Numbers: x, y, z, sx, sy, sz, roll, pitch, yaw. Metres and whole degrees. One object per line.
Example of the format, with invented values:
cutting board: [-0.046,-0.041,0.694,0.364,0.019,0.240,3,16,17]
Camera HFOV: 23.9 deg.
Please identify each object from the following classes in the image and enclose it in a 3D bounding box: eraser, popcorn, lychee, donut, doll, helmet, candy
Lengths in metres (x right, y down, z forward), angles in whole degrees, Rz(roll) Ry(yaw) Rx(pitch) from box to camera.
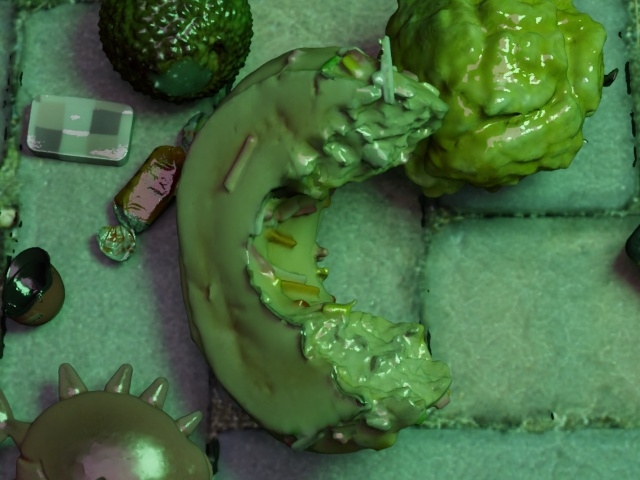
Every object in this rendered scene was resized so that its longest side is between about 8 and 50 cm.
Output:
eraser: [-0.247,-0.114,1.565,0.105,0.026,0.065,6,78,-1]
popcorn: [0.170,-0.154,1.485,0.225,0.249,0.249,0,72,-38]
lychee: [-0.150,-0.222,1.533,0.171,0.171,0.171,0,75,-2]
donut: [-0.005,0.008,1.415,0.150,0.307,0.371,-3,92,-46]
doll: [-0.211,0.220,1.444,0.262,0.093,0.211,19,79,3]
helmet: [-0.280,0.052,1.508,0.065,0.049,0.084,-23,46,26]
candy: [-0.164,-0.057,1.544,0.053,0.046,0.182,38,82,4]

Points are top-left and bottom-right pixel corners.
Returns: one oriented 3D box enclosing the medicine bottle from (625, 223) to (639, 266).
medicine bottle: [0.453,0.048,1.486,0.293,0.141,0.141,39,77,8]
